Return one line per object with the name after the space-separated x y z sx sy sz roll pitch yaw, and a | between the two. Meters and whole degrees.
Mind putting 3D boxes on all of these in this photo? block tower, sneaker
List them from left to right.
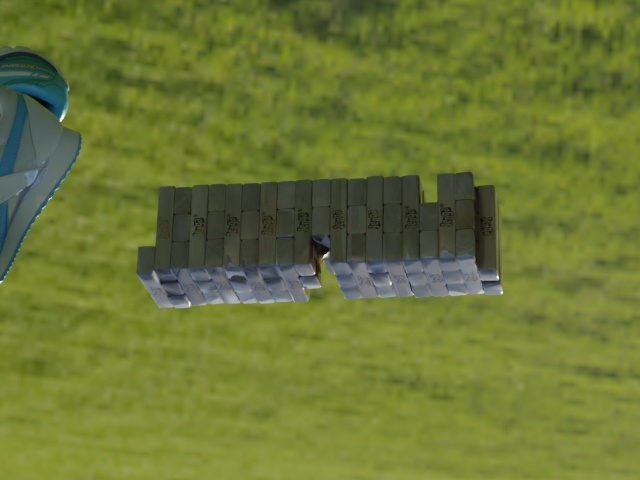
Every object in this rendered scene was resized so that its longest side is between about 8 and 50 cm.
-0.365 -0.098 1.788 0.275 0.110 0.107 -30 126 -11 | sneaker
-0.274 -0.016 1.448 0.092 0.229 0.087 38 147 -20 | sneaker
0.000 0.000 1.791 0.335 0.097 0.091 -4 154 10 | block tower
